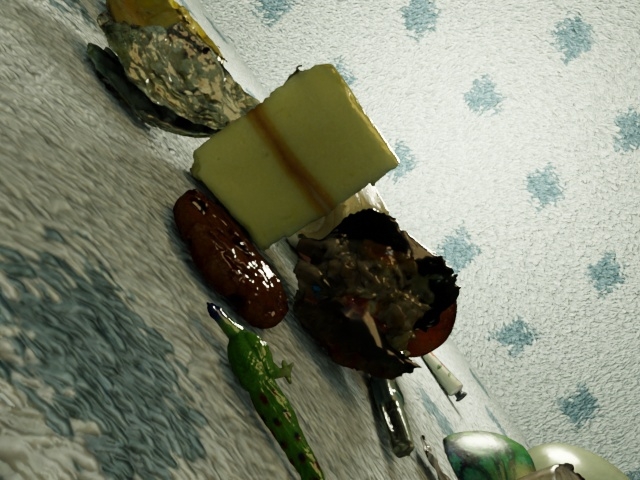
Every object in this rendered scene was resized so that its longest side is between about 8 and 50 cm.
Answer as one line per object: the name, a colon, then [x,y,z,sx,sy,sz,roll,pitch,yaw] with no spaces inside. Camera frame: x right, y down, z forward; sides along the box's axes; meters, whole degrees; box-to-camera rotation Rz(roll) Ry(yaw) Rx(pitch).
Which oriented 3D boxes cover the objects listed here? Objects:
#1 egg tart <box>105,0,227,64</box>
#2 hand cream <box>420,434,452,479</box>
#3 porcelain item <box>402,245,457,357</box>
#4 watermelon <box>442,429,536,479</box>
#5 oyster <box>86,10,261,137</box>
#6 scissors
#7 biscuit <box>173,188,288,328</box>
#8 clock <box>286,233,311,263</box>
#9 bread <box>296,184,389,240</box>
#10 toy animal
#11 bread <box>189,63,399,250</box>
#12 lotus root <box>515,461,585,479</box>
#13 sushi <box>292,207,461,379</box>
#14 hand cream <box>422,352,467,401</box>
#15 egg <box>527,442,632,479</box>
egg tart: [-0.277,-0.374,1.194,0.290,0.115,0.290,51,7,-9]
hand cream: [0.238,0.421,0.993,0.257,0.050,0.084,48,6,8]
porcelain item: [0.145,0.122,1.301,0.253,0.253,0.253,52,8,-11]
watermelon: [0.313,0.437,1.199,0.146,0.128,0.231,33,15,-13]
oyster: [-0.204,-0.234,0.924,0.198,0.112,0.268,56,25,18]
scissors: [0.105,0.247,0.983,0.138,0.041,0.289,59,6,-14]
biscuit: [-0.102,0.020,0.752,0.192,0.049,0.192,56,6,-8]
clock: [0.000,0.000,1.259,0.162,0.093,0.166,49,10,-10]
bread: [0.036,-0.047,1.135,0.141,0.134,0.148,0,71,-48]
toy animal: [-0.041,0.149,0.599,0.216,0.041,0.075,59,11,11]
bread: [-0.051,-0.151,0.994,0.198,0.264,0.236,55,8,-19]
lotus root: [0.310,0.447,0.821,0.272,0.192,0.272,51,18,-25]
sushi: [0.067,0.093,0.939,0.239,0.218,0.225,21,-27,19]
hand cream: [0.321,0.348,1.776,0.234,0.050,0.080,51,10,29]
egg: [0.495,0.538,1.204,0.258,0.258,0.352,51,2,-19]
